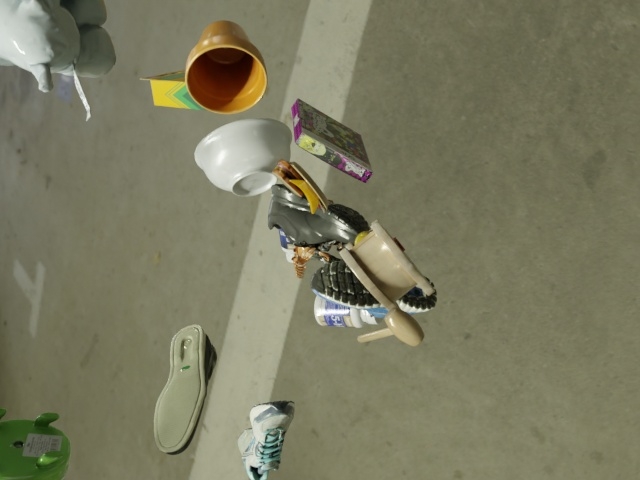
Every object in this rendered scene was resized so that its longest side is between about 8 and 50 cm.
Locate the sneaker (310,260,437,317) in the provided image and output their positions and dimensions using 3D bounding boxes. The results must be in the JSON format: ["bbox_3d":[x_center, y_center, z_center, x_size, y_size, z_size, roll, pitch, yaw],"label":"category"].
[{"bbox_3d":[0.128,0.147,1.564,0.147,0.330,0.130,125,154,-56],"label":"sneaker"}]

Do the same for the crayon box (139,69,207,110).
[{"bbox_3d":[-0.363,-0.462,1.835,0.323,0.203,0.083,14,119,33],"label":"crayon box"}]

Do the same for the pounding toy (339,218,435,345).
[{"bbox_3d":[0.075,0.061,0.971,0.155,0.154,0.269,-40,18,6],"label":"pounding toy"}]

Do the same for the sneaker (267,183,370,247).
[{"bbox_3d":[-0.008,-0.034,1.380,0.286,0.109,0.130,27,107,36],"label":"sneaker"}]

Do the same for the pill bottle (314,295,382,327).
[{"bbox_3d":[0.087,0.201,1.779,0.186,0.112,0.112,-1,88,28],"label":"pill bottle"}]

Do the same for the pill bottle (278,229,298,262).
[{"bbox_3d":[-0.088,-0.016,1.983,0.094,0.094,0.169,25,132,45],"label":"pill bottle"}]

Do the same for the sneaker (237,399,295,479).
[{"bbox_3d":[-0.118,0.481,1.437,0.283,0.110,0.122,112,151,-44],"label":"sneaker"}]

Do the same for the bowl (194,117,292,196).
[{"bbox_3d":[-0.210,-0.221,1.772,0.298,0.298,0.134,-36,63,41],"label":"bowl"}]

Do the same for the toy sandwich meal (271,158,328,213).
[{"bbox_3d":[-0.024,-0.064,0.737,0.029,0.085,0.085,-40,52,-3],"label":"toy sandwich meal"}]

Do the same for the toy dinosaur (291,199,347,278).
[{"bbox_3d":[0.000,0.000,1.754,0.322,0.218,0.164,141,137,-62],"label":"toy dinosaur"}]

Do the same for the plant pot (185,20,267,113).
[{"bbox_3d":[-0.247,-0.469,1.571,0.205,0.205,0.188,-47,38,36],"label":"plant pot"}]

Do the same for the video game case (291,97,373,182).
[{"bbox_3d":[0.025,-0.258,1.538,0.042,0.210,0.232,-53,23,25],"label":"video game case"}]

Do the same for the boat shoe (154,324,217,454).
[{"bbox_3d":[-0.216,0.252,1.007,0.084,0.079,0.233,-12,41,11],"label":"boat shoe"}]

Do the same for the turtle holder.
[{"bbox_3d":[-0.814,0.594,1.537,0.243,0.320,0.227,31,112,37],"label":"turtle holder"}]

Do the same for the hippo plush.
[{"bbox_3d":[-0.455,-0.296,0.879,0.236,0.234,0.294,-9,83,5],"label":"hippo plush"}]
